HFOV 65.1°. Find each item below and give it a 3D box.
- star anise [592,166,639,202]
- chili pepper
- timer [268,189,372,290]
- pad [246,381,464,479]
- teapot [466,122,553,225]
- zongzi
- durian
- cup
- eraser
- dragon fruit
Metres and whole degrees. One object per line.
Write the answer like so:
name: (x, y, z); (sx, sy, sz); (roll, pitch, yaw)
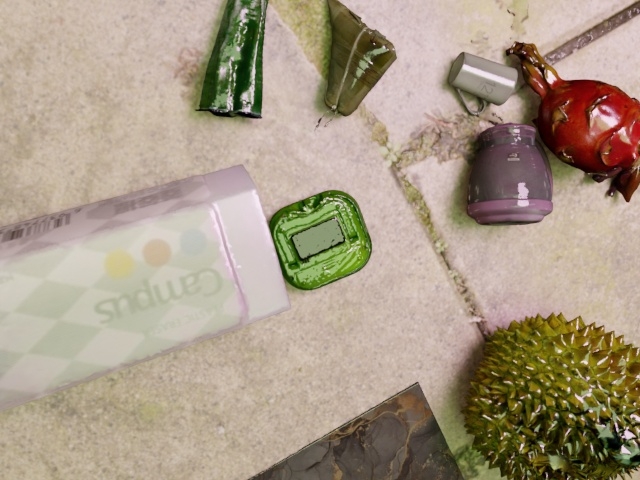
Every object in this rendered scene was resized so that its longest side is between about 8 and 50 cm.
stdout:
star anise: (0.480, -0.146, 0.773); (0.167, 0.057, 0.168); (-1, 101, -5)
chili pepper: (-0.108, -0.275, 0.653); (0.088, 0.059, 0.227); (6, 96, -6)
timer: (0.000, 0.000, 0.719); (0.140, 0.047, 0.128); (-22, 101, -6)
pad: (0.049, 0.419, 0.816); (0.367, 0.007, 0.248); (-28, 103, -5)
teapot: (0.285, -0.096, 0.722); (0.148, 0.116, 0.146); (0, 87, -5)
zongzi: (0.013, -0.238, 0.693); (0.130, 0.062, 0.154); (42, 107, 7)
durian: (0.350, 0.229, 0.738); (0.291, 0.225, 0.291); (6, 131, 7)
cup: (0.229, -0.228, 0.727); (0.083, 0.075, 0.055); (17, 59, -9)
eraser: (-0.256, 0.049, 0.638); (0.396, 0.082, 0.213); (-18, 96, -13)
dragon fruit: (0.354, -0.192, 0.707); (0.125, 0.125, 0.246); (-36, 82, -36)
